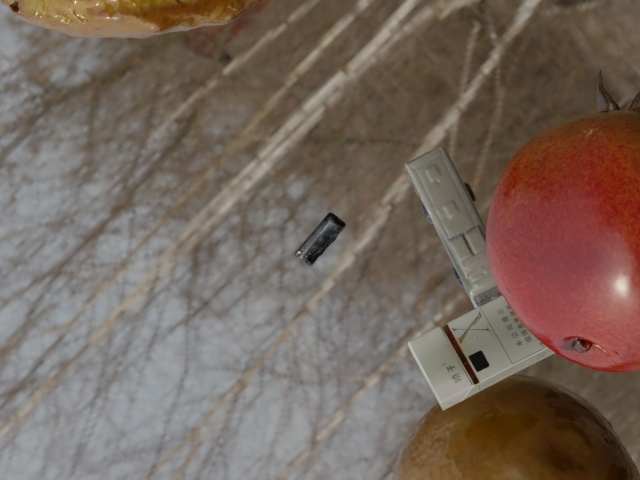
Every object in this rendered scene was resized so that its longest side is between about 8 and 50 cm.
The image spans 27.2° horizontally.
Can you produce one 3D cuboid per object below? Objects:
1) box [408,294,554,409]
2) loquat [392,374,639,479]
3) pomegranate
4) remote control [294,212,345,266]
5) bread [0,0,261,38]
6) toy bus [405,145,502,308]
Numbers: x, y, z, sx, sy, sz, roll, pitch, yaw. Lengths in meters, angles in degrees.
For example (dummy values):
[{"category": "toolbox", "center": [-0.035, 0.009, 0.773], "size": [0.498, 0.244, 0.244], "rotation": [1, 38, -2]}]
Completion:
[{"category": "box", "center": [0.187, 0.120, 1.502], "size": [0.084, 0.154, 0.040], "rotation": [62, 177, 24]}, {"category": "loquat", "center": [0.237, 0.324, 1.603], "size": [0.328, 0.328, 0.328], "rotation": [46, -172, -8]}, {"category": "pomegranate", "center": [0.254, -0.018, 1.092], "size": [0.221, 0.257, 0.221], "rotation": [15, 167, 4]}, {"category": "remote control", "center": [0.000, 0.000, 2.149], "size": [0.039, 0.096, 0.014], "rotation": [38, -168, -18]}, {"category": "bread", "center": [-0.174, -0.309, 1.262], "size": [0.312, 0.312, 0.172], "rotation": [-124, 26, -52]}, {"category": "toy bus", "center": [0.227, -0.020, 2.124], "size": [0.268, 0.092, 0.106], "rotation": [65, -174, 17]}]
